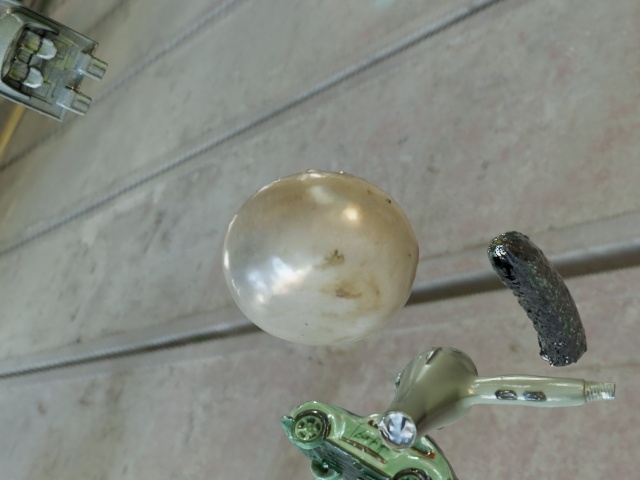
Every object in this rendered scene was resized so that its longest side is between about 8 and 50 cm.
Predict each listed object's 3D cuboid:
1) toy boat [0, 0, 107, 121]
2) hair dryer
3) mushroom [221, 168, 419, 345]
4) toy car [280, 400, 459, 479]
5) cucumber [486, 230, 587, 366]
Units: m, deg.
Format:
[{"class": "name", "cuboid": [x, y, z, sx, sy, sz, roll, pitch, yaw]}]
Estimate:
[{"class": "toy boat", "cuboid": [-0.468, -0.288, 1.670, 0.092, 0.319, 0.141, 27, 93, 39]}, {"class": "hair dryer", "cuboid": [0.153, 0.168, 1.126, 0.225, 0.219, 0.088, 3, 103, 42]}, {"class": "mushroom", "cuboid": [0.000, 0.000, 1.179, 0.207, 0.207, 0.215, -47, 25, 29]}, {"class": "toy car", "cuboid": [0.084, 0.309, 1.560, 0.306, 0.136, 0.125, 28, 65, 33]}, {"class": "cucumber", "cuboid": [0.299, 0.071, 1.513, 0.072, 0.303, 0.081, 31, 74, 41]}]
